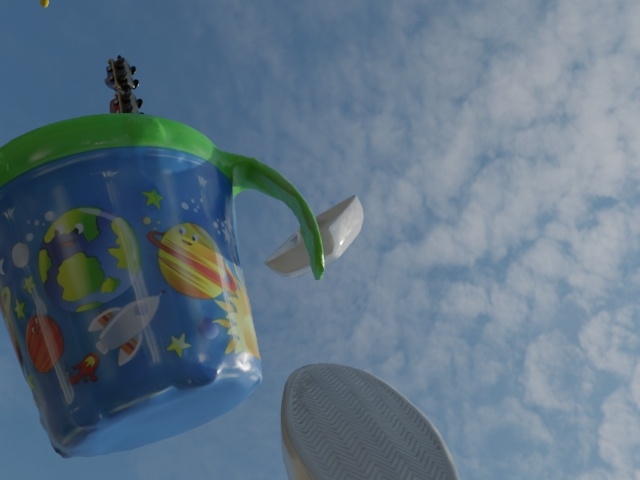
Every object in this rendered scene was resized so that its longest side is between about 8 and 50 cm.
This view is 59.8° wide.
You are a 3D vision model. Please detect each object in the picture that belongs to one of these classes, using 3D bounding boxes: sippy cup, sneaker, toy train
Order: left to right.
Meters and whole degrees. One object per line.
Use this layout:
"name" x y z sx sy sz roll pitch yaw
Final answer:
"toy train" -0.226 -0.152 0.645 0.036 0.027 0.158 -27 -117 18
"sippy cup" -0.161 0.051 0.480 0.306 0.240 0.223 -33 -114 21
"sneaker" 0.030 0.210 0.324 0.108 0.292 0.169 4 -71 -19

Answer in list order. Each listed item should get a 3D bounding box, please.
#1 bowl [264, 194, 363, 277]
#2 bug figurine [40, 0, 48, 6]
"bowl" 0.000 0.000 0.840 0.142 0.142 0.053 -30 -79 38
"bug figurine" -0.265 -0.325 0.416 0.216 0.279 0.072 -57 -132 14
